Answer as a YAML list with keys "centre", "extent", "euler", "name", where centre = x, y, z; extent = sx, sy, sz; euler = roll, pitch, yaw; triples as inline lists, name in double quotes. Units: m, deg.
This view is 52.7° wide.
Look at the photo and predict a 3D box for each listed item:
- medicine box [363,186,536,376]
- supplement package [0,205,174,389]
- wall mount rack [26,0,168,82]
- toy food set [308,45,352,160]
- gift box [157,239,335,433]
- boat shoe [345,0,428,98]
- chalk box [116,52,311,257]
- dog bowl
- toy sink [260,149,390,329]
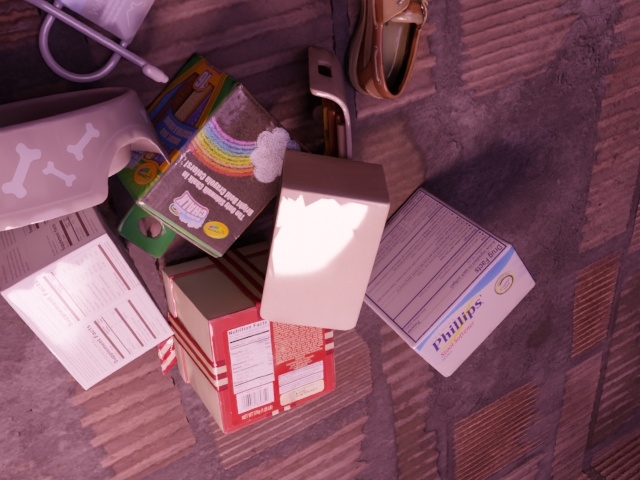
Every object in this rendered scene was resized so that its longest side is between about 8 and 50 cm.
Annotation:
- centre: [0.229, 0.077, 1.316]
  extent: [0.263, 0.289, 0.149]
  euler: [-47, 131, 0]
  name: "medicine box"
- centre: [-0.356, 0.041, 0.937]
  extent: [0.145, 0.262, 0.204]
  euler: [-32, 130, -13]
  name: "supplement package"
- centre: [-0.284, -0.372, 0.826]
  extent: [0.304, 0.130, 0.350]
  euler: [25, 101, -40]
  name: "wall mount rack"
- centre: [0.002, -0.148, 1.096]
  extent: [0.092, 0.219, 0.306]
  euler: [-4, 122, 1]
  name: "toy food set"
- centre: [-0.141, 0.171, 1.153]
  extent: [0.255, 0.258, 0.276]
  euler: [-10, 115, -28]
  name: "gift box"
- centre: [0.132, -0.394, 1.087]
  extent: [0.123, 0.120, 0.324]
  euler: [-10, 122, -28]
  name: "boat shoe"
- centre: [-0.197, -0.108, 1.009]
  extent: [0.289, 0.179, 0.180]
  euler: [-48, 132, 2]
  name: "chalk box"
- centre: [-0.369, -0.110, 0.801]
  extent: [0.349, 0.349, 0.102]
  euler: [-19, 112, -22]
  name: "dog bowl"
- centre: [0.000, 0.000, 0.980]
  extent: [0.153, 0.131, 0.234]
  euler: [8, 123, -6]
  name: "toy sink"
